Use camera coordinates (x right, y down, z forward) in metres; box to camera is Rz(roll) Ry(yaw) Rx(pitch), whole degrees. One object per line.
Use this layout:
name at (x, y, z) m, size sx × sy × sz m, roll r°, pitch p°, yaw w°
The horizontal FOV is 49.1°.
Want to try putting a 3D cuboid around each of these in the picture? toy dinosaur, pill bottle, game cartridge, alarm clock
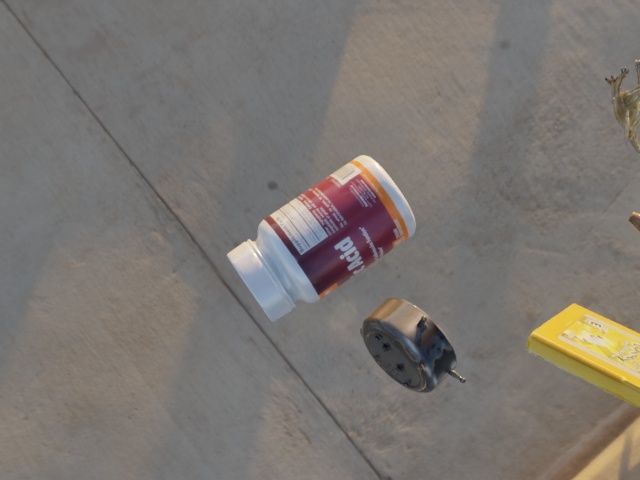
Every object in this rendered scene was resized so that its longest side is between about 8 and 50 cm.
toy dinosaur at (0.370, -0.153, 0.841) m, size 0.053 × 0.183 × 0.092 m, roll 0°, pitch 71°, yaw 28°
pill bottle at (0.000, 0.000, 1.599) m, size 0.392 × 0.224 × 0.224 m, roll -35°, pitch 74°, yaw -6°
game cartridge at (0.621, 0.242, 1.432) m, size 0.324 × 0.285 × 0.052 m, roll 24°, pitch 112°, yaw 31°
alarm clock at (0.104, 0.143, 0.949) m, size 0.064 × 0.192 × 0.129 m, roll -39°, pitch 105°, yaw -21°

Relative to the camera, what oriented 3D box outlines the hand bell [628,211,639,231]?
hand bell at (0.644, 0.018, 1.197) m, size 0.242 × 0.126 × 0.126 m, roll 33°, pitch 77°, yaw 23°
